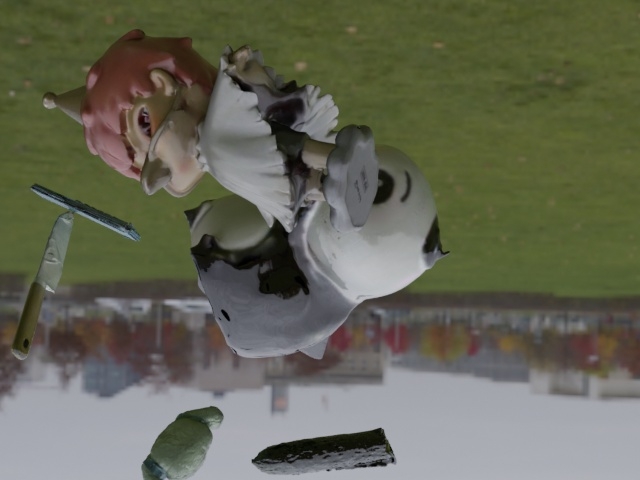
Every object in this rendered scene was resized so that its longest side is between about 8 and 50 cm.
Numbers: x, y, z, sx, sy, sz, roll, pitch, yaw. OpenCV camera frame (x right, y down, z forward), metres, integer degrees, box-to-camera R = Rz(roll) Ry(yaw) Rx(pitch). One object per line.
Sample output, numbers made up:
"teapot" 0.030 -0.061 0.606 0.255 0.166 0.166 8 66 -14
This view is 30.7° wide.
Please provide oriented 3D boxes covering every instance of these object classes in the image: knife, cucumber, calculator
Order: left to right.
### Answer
"knife" -0.383 0.056 1.633 0.017 0.297 0.047 -26 127 24
"calculator" -0.341 -0.042 1.691 0.172 0.018 0.057 23 167 16
"cucumber" 0.008 0.353 1.932 0.245 0.067 0.067 -3 178 -18

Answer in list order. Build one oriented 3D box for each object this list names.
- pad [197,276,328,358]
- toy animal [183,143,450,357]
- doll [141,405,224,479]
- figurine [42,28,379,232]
"pad" -0.092 0.125 2.006 0.250 0.055 0.323 30 172 9
"toy animal" 0.000 0.000 1.489 0.310 0.250 0.251 -21 175 1
"doll" -0.256 0.382 2.133 0.104 0.214 0.071 22 144 17
"figurine" -0.130 -0.108 1.124 0.387 0.166 0.207 18 151 22
